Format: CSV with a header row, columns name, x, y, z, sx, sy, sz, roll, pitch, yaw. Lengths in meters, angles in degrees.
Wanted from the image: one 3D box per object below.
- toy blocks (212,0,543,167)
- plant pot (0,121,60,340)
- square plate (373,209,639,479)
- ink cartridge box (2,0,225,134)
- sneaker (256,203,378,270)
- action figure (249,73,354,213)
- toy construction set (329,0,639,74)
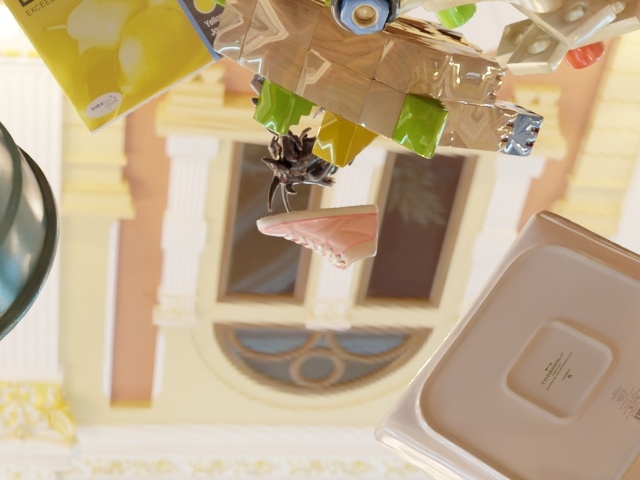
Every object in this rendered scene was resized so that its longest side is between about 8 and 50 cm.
name,x,y,z,sx,sy,sz,roll,pitch,yaw
toy blocks,0.076,-0.195,1.368,0.261,0.190,0.381,1,-157,-47
plant pot,-0.438,-0.085,1.103,0.341,0.334,0.341,-2,-126,2
square plate,0.268,0.147,1.347,0.344,0.049,0.347,28,-104,42
ink cartridge box,-0.236,-0.334,1.512,0.304,0.307,0.072,-28,-160,14
sneaker,0.000,0.000,1.340,0.134,0.070,0.051,-5,180,-12
action figure,-0.004,-0.172,1.661,0.164,0.275,0.141,17,-156,-49
toy construction set,0.069,-0.244,0.792,0.215,0.327,0.151,-24,-158,22
